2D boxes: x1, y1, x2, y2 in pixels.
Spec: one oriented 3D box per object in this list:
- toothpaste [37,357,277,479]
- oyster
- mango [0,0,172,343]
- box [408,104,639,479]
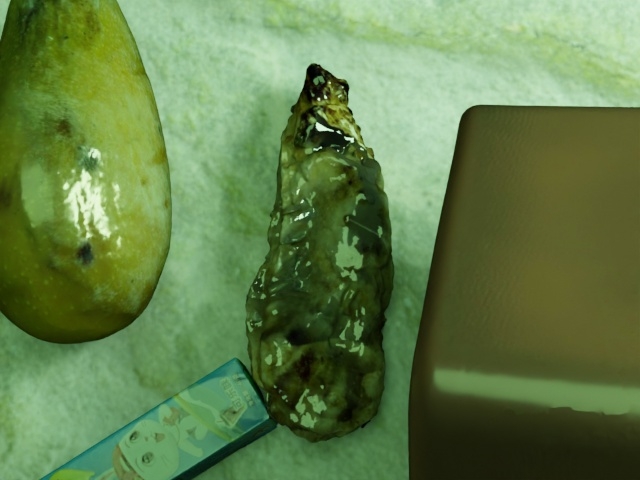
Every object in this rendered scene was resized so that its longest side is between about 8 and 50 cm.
[{"bbox_3d":[-0.163,0.197,1.002,0.266,0.050,0.065,-32,75,-4],"label":"toothpaste"},{"bbox_3d":[0.003,0.001,1.020,0.128,0.078,0.345,6,72,-13],"label":"oyster"},{"bbox_3d":[-0.219,-0.075,1.028,0.175,0.176,0.329,-3,68,-9],"label":"mango"},{"bbox_3d":[0.197,0.072,0.859,0.229,0.239,0.339,5,43,10],"label":"box"}]
